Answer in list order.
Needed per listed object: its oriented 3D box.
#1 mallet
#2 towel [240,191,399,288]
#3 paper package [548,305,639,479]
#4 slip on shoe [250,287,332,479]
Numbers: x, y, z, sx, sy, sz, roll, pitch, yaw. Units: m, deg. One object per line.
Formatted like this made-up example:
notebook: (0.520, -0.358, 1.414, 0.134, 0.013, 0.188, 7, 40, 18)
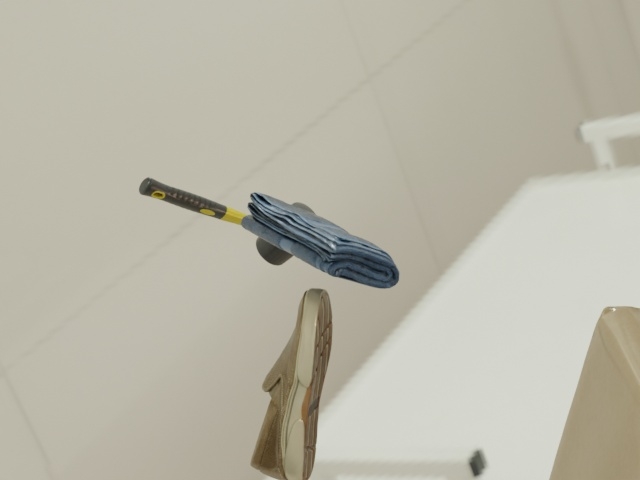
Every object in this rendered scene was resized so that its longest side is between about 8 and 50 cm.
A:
mallet: (-0.079, -0.029, 1.256, 0.062, 0.189, 0.039, -37, 50, 25)
towel: (0.000, 0.000, 0.941, 0.067, 0.029, 0.119, 17, 6, -38)
paper package: (0.245, 0.247, 0.844, 0.168, 0.309, 0.325, 7, 23, -5)
slip on shoe: (-0.020, 0.098, 0.937, 0.041, 0.135, 0.051, 9, 11, 15)
